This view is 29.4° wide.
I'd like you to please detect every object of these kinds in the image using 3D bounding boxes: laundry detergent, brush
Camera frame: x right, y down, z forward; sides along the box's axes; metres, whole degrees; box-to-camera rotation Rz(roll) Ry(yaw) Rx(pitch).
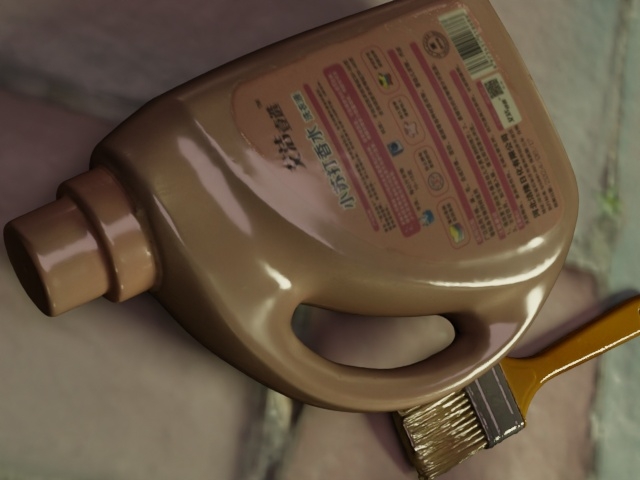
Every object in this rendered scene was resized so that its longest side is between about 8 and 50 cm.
[{"bbox_3d":[0.000,0.000,0.523,0.237,0.076,0.171,-27,91,-26],"label":"laundry detergent"},{"bbox_3d":[0.107,0.062,0.593,0.169,0.014,0.043,-23,90,-27],"label":"brush"}]
